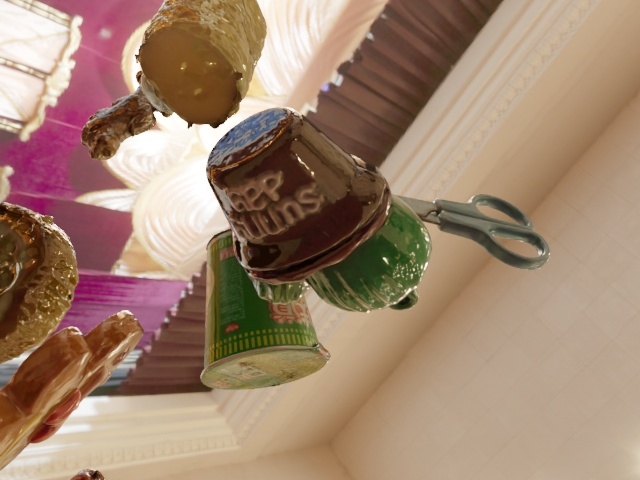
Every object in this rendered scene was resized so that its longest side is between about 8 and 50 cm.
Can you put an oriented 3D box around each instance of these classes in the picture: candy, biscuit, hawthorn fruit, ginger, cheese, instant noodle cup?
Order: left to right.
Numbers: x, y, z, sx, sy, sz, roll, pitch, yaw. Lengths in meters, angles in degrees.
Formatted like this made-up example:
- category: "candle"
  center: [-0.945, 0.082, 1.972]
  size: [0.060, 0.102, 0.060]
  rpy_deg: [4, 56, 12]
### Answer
- category: "candy"
  center: [-0.506, 0.065, 0.937]
  size: [0.260, 0.118, 0.259]
  rpy_deg: [-6, -118, 11]
- category: "biscuit"
  center: [-0.198, 0.121, 0.390]
  size: [0.036, 0.250, 0.165]
  rpy_deg: [45, -60, 2]
- category: "hawthorn fruit"
  center: [-0.417, 0.441, 1.072]
  size: [0.077, 0.077, 0.077]
  rpy_deg: [-9, -104, 39]
- category: "ginger"
  center: [-0.447, -0.286, 1.422]
  size: [0.166, 0.333, 0.080]
  rpy_deg: [20, -45, 14]
- category: "cheese"
  center: [-0.116, -0.211, 0.640]
  size: [0.094, 0.123, 0.167]
  rpy_deg: [-21, -142, 27]
- category: "instant noodle cup"
  center: [-0.104, 0.107, 1.012]
  size: [0.207, 0.207, 0.232]
  rpy_deg: [-30, -123, 32]

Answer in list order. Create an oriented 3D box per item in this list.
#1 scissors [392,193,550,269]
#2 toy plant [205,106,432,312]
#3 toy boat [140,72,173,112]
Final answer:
- category: "scissors"
  center: [0.164, -0.050, 0.998]
  size: [0.192, 0.448, 0.029]
  rpy_deg: [-97, -157, -53]
- category: "toy plant"
  center: [0.000, 0.000, 0.443]
  size: [0.143, 0.200, 0.105]
  rpy_deg: [-22, -143, 21]
- category: "toy boat"
  center: [-0.263, -0.301, 1.109]
  size: [0.079, 0.207, 0.134]
  rpy_deg: [46, -75, -1]
